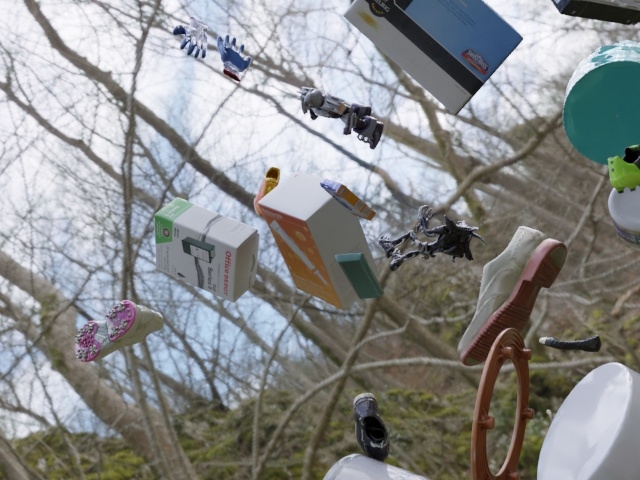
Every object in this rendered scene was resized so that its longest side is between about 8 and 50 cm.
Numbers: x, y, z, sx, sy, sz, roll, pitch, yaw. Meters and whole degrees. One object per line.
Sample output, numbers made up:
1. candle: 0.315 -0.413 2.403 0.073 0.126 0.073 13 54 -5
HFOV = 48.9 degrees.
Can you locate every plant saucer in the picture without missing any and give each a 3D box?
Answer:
1. plant saucer: 0.093 0.087 1.650 0.192 0.067 0.018 59 -150 -51

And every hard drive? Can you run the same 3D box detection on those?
1. hard drive: 0.783 -0.742 2.062 0.339 0.236 0.064 -2 -34 -30

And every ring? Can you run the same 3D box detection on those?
1. ring: 0.353 0.334 1.326 0.337 0.032 0.336 -8 -80 -58

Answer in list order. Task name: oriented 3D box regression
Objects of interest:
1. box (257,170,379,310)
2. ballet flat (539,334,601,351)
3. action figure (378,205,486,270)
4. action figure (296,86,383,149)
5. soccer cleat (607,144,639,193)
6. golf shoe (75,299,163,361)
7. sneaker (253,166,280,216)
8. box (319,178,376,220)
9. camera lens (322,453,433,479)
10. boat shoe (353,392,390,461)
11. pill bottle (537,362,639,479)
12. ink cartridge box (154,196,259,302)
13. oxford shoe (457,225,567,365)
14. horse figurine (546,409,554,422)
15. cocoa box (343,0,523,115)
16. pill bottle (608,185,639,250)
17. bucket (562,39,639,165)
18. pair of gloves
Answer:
1. box: 0.000 0.000 2.025 0.168 0.215 0.345 -42 -51 -25
2. ballet flat: 0.725 0.293 2.046 0.057 0.173 0.049 1 -91 -60
3. action figure: 0.293 -0.011 1.816 0.164 0.276 0.140 49 -141 -34
4. action figure: 0.049 -0.327 1.829 0.285 0.185 0.099 12 -67 -48
5. soccer cleat: 0.566 -0.134 1.217 0.179 0.060 0.072 -17 -87 -30
6. golf shoe: -0.547 0.258 1.901 0.306 0.115 0.140 -27 -27 36
7. sneaker: -0.157 -0.146 2.069 0.067 0.064 0.175 113 166 -54
8. box: 0.059 -0.099 1.624 0.136 0.081 0.028 41 -97 -30
9. camera lens: 0.138 0.595 1.509 0.219 0.274 0.219 -10 -77 -50
10. boat shoe: 0.115 0.432 1.565 0.075 0.065 0.206 -14 -58 0
11. pill bottle: 0.461 0.307 0.765 0.229 0.408 0.229 -61 -2 -4
12. ink cartridge box: -0.338 0.027 2.083 0.121 0.289 0.211 -46 -29 -49
13. oxford shoe: 0.470 0.146 1.829 0.140 0.146 0.397 30 -82 -46
14. horse figurine: 0.649 0.566 1.872 0.174 0.066 0.263 -98 5 -68
15. cocoa box: 0.269 -0.502 1.653 0.228 0.347 0.231 -48 2 21
16. pill bottle: 0.864 -0.064 1.888 0.153 0.153 0.265 -61 -32 -1
17. bucket: 0.694 -0.310 1.626 0.183 0.281 0.281 -45 -29 -56
18. pair of gloves: -0.249 -0.452 1.640 0.198 0.159 0.023 26 -52 -25
